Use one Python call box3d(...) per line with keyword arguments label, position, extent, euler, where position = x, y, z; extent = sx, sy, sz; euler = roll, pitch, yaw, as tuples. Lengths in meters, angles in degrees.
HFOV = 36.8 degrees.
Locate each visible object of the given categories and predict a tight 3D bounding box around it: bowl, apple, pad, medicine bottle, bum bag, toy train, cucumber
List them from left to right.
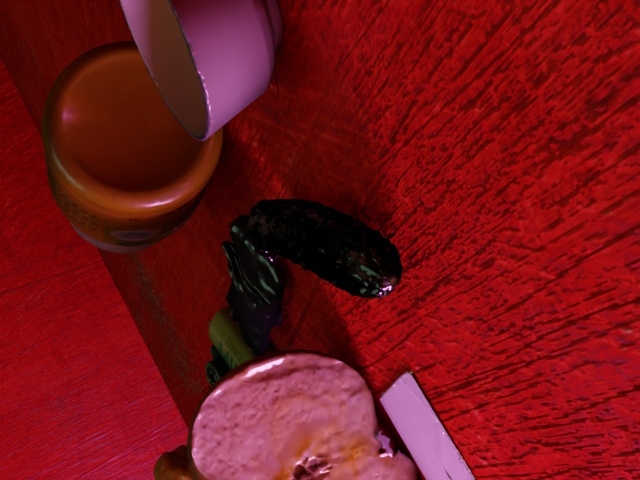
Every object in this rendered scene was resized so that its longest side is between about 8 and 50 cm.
box3d(label="medicine bottle", position=(-0.267, -0.106, 1.340), extent=(0.224, 0.224, 0.384), euler=(63, 162, 4))
box3d(label="bowl", position=(-0.110, -0.211, 0.925), extent=(0.211, 0.112, 0.211), euler=(53, 159, 31))
box3d(label="toy train", position=(-0.111, 0.218, 1.583), extent=(0.253, 0.105, 0.157), euler=(46, 141, 45))
box3d(label="bum bag", position=(-0.093, 0.071, 1.365), extent=(0.123, 0.060, 0.248), euler=(55, 159, 23))
box3d(label="apple", position=(-0.031, 0.275, 1.187), extent=(0.163, 0.251, 0.293), euler=(169, 82, -77))
box3d(label="cucumber", position=(0.000, 0.000, 0.972), extent=(0.303, 0.072, 0.081), euler=(15, 126, 67))
box3d(label="pad", position=(0.137, 0.257, 1.051), extent=(0.232, 0.004, 0.156), euler=(60, 162, 14))

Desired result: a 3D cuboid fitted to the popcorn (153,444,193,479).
box3d(label="popcorn", position=(-0.093, 0.386, 1.369), extent=(0.281, 0.297, 0.316), euler=(-85, 1, -51))
